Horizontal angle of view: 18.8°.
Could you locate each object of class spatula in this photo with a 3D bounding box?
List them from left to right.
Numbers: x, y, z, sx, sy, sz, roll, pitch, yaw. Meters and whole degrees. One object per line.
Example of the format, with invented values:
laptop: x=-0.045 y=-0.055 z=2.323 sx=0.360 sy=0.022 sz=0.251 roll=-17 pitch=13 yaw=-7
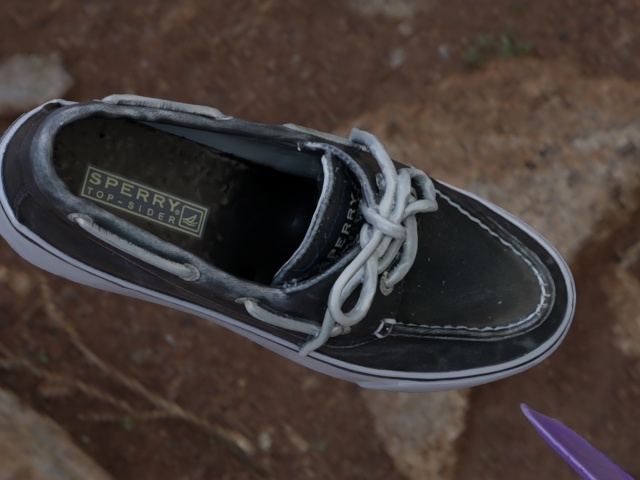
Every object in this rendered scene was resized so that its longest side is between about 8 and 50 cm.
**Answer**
spatula: x=0.150 y=0.170 z=0.566 sx=0.030 sy=0.084 sz=0.296 roll=-34 pitch=68 yaw=12

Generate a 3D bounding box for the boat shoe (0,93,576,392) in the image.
boat shoe: x=0.001 y=-0.004 z=0.911 sx=0.105 sy=0.306 sz=0.113 roll=-17 pitch=55 yaw=65
